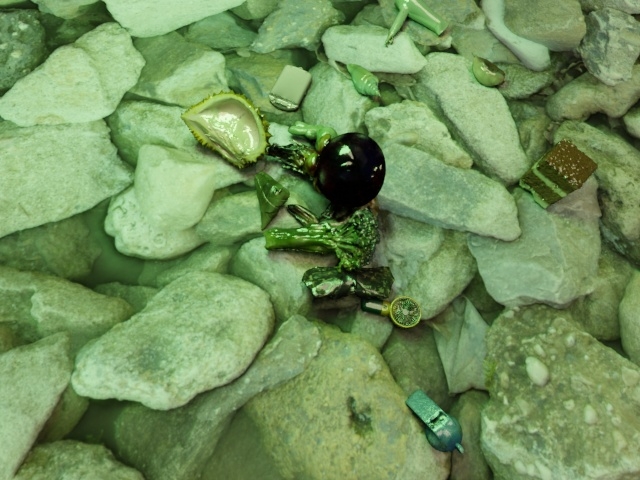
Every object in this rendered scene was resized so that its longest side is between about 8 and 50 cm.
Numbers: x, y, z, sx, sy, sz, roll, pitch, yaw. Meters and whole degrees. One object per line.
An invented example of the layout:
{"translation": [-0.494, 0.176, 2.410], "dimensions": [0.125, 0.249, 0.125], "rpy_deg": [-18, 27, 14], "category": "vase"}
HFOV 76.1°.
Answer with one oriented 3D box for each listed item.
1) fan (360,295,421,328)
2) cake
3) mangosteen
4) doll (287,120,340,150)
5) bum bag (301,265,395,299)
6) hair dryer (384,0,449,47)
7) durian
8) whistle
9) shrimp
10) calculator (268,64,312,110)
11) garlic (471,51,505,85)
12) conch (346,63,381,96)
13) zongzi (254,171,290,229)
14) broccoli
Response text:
{"translation": [0.179, 0.177, 1.053], "dimensions": [0.155, 0.039, 0.082], "rpy_deg": [14, 68, 3], "category": "fan"}
{"translation": [0.695, -0.195, 1.211], "dimensions": [0.134, 0.147, 0.135], "rpy_deg": [-40, 78, -18], "category": "cake"}
{"translation": [0.054, -0.184, 1.048], "dimensions": [0.230, 0.194, 0.194], "rpy_deg": [17, 64, 27], "category": "mangosteen"}
{"translation": [-0.019, -0.312, 1.215], "dimensions": [0.150, 0.077, 0.115], "rpy_deg": [22, 29, 13], "category": "doll"}
{"translation": [0.075, 0.107, 1.047], "dimensions": [0.248, 0.069, 0.102], "rpy_deg": [-3, 25, -8], "category": "bum bag"}
{"translation": [0.311, -0.748, 1.440], "dimensions": [0.206, 0.075, 0.237], "rpy_deg": [39, 76, 2], "category": "hair dryer"}
{"translation": [-0.234, -0.308, 1.131], "dimensions": [0.250, 0.138, 0.183], "rpy_deg": [34, 100, 5], "category": "durian"}
{"translation": [0.272, 0.431, 0.951], "dimensions": [0.090, 0.090, 0.158], "rpy_deg": [-29, 35, -17], "category": "whistle"}
{"translation": [-0.008, -0.137, 1.144], "dimensions": [0.365, 0.071, 0.233], "rpy_deg": [30, 73, -1], "category": "shrimp"}
{"translation": [-0.093, -0.482, 1.285], "dimensions": [0.100, 0.032, 0.175], "rpy_deg": [22, 67, 1], "category": "calculator"}
{"translation": [0.562, -0.574, 1.397], "dimensions": [0.152, 0.066, 0.084], "rpy_deg": [32, 40, 2], "category": "garlic"}
{"translation": [0.150, -0.516, 1.313], "dimensions": [0.088, 0.065, 0.180], "rpy_deg": [-26, 65, -15], "category": "conch"}
{"translation": [-0.170, -0.121, 1.130], "dimensions": [0.154, 0.062, 0.130], "rpy_deg": [41, 104, 27], "category": "zongzi"}
{"translation": [0.000, -0.007, 1.053], "dimensions": [0.304, 0.145, 0.165], "rpy_deg": [-3, 24, 9], "category": "broccoli"}
